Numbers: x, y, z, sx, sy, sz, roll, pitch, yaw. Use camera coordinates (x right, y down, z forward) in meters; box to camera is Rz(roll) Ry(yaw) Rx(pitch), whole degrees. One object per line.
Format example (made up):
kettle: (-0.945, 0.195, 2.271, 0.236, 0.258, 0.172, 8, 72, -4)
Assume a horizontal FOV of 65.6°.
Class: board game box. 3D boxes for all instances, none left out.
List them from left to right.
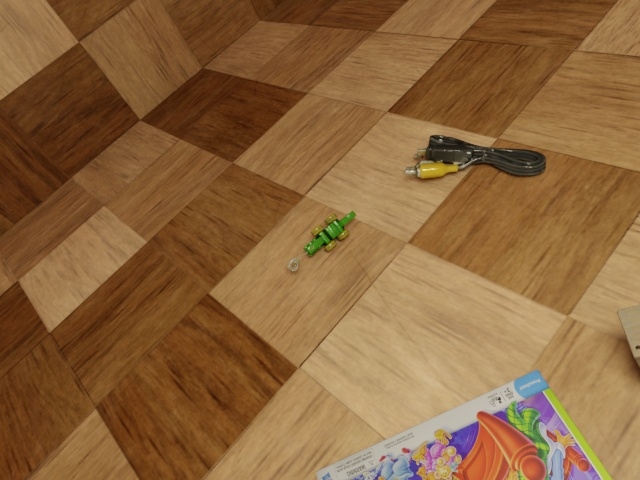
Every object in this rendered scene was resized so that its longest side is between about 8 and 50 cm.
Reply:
board game box: (0.190, 0.351, 0.641, 0.346, 0.078, 0.233, -27, 44, 4)

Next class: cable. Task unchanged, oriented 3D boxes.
cable: (0.331, -0.174, 1.079, 0.287, 0.072, 0.139, 8, 38, 19)

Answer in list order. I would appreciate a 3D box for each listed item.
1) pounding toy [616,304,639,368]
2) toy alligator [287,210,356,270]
pounding toy: (0.486, 0.147, 0.644, 0.130, 0.141, 0.100, -23, 42, 29)
toy alligator: (0.000, 0.000, 1.085, 0.189, 0.056, 0.051, -41, 2, -8)
